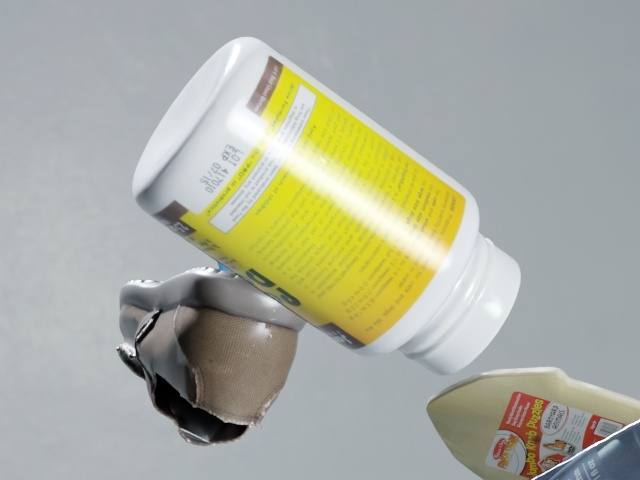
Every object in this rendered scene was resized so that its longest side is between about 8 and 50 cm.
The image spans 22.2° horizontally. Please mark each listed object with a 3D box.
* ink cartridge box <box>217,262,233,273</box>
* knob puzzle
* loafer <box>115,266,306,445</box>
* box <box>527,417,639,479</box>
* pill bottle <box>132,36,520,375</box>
[{"bbox_3d":[0.000,0.000,1.568,0.180,0.060,0.104,-24,-15,31],"label":"ink cartridge box"},{"bbox_3d":[0.193,0.169,1.480,0.213,0.213,0.030,-10,41,30],"label":"knob puzzle"},{"bbox_3d":[-0.112,0.105,1.383,0.134,0.130,0.366,16,-11,-10],"label":"loafer"},{"bbox_3d":[0.255,0.323,1.212,0.395,0.293,0.212,-33,-49,20],"label":"box"},{"bbox_3d":[0.008,-0.013,0.935,0.215,0.117,0.117,35,-15,-16],"label":"pill bottle"}]
